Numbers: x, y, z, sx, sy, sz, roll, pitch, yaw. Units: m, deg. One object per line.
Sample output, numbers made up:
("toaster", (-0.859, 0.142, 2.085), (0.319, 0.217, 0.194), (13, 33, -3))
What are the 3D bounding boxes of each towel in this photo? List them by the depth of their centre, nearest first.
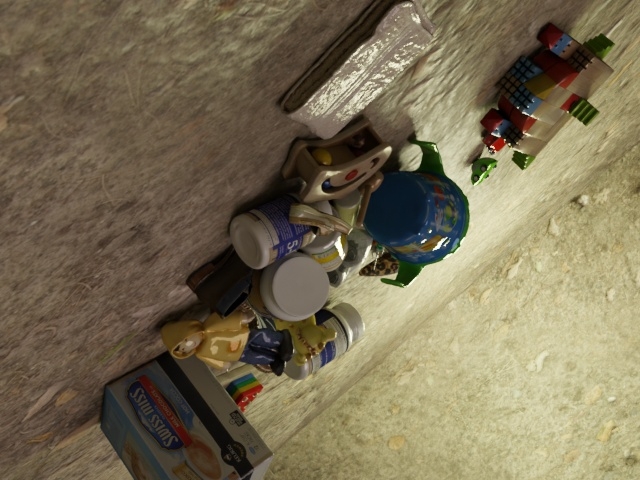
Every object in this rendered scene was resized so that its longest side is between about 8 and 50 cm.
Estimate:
("towel", (0.070, -0.289, 1.255), (0.282, 0.049, 0.187), (-44, 160, 11))

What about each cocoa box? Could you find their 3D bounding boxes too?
("cocoa box", (-0.316, 0.461, 1.716), (0.228, 0.347, 0.231), (-26, 155, -35))

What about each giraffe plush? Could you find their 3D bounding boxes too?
("giraffe plush", (-0.040, 0.231, 2.003), (0.210, 0.170, 0.181), (-19, 152, -47))

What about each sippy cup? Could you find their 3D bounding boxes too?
("sippy cup", (0.203, -0.062, 1.714), (0.240, 0.305, 0.224), (-26, 166, 21))

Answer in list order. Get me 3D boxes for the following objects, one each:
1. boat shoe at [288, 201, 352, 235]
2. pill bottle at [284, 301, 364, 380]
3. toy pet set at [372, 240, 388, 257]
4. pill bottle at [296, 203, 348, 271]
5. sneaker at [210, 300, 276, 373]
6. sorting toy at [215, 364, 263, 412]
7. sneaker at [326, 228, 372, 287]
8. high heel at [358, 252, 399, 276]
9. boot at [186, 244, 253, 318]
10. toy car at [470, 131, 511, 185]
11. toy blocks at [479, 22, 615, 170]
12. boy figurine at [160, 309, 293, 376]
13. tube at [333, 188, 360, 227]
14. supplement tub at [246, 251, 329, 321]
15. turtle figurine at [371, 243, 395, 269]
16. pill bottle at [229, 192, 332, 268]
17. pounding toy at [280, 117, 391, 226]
("boat shoe", (-0.003, -0.031, 1.414), (0.050, 0.135, 0.045), (3, -105, 64))
("pill bottle", (-0.002, 0.295, 2.244), (0.265, 0.153, 0.153), (-27, 156, -35))
("toy pet set", (0.204, 0.019, 2.159), (0.122, 0.065, 0.114), (-20, 152, -45))
("pill bottle", (0.000, 0.000, 1.651), (0.118, 0.117, 0.208), (-39, 160, -6))
("sneaker", (-0.181, 0.180, 1.759), (0.099, 0.153, 0.282), (-28, 129, 5))
("sorting toy", (-0.309, 0.498, 2.208), (0.257, 0.089, 0.255), (-14, 148, -53))
("sneaker", (0.083, 0.026, 1.942), (0.115, 0.090, 0.232), (-35, 170, -35))
("high heel", (0.207, -0.011, 2.081), (0.261, 0.186, 0.093), (-21, -164, 1))
("boot", (-0.152, 0.063, 1.519), (0.219, 0.106, 0.082), (-37, 161, -10))
("toy car", (0.490, -0.248, 2.132), (0.239, 0.053, 0.225), (-20, 153, -44))
("toy blocks", (0.542, -0.362, 1.842), (0.261, 0.190, 0.381), (5, 130, -50))
("boy figurine", (-0.201, 0.216, 1.624), (0.285, 0.092, 0.177), (15, 123, -29))
("tube", (0.059, -0.054, 1.739), (0.070, 0.062, 0.240), (-16, 159, -7))
("supplement tub", (-0.072, 0.097, 1.584), (0.144, 0.144, 0.200), (-34, -171, -18))
("turtle figurine", (0.207, -0.034, 1.932), (0.175, 0.118, 0.234), (-82, -168, -67))
("pill bottle", (-0.072, -0.029, 1.460), (0.187, 0.112, 0.112), (-28, 157, -33))
("pounding toy", (0.066, -0.129, 1.433), (0.154, 0.154, 0.270), (-47, 160, 31))
